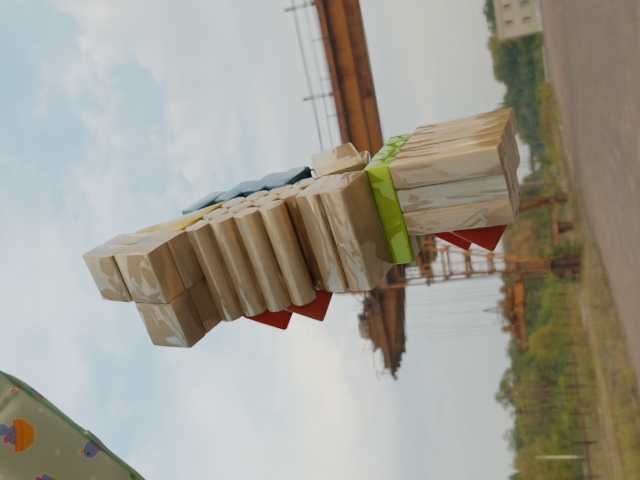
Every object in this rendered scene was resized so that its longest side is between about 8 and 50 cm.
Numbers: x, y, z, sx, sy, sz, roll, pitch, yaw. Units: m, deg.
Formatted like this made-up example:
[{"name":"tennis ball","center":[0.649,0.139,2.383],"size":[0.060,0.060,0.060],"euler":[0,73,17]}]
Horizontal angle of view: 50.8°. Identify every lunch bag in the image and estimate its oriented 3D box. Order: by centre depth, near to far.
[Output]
[{"name":"lunch bag","center":[-0.307,0.273,0.693],"size":[0.279,0.224,0.108],"euler":[42,-144,-8]}]

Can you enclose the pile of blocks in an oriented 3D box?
[{"name":"pile of blocks","center":[0.000,0.000,0.559],"size":[0.149,0.362,0.112],"euler":[-97,-10,-70]}]
